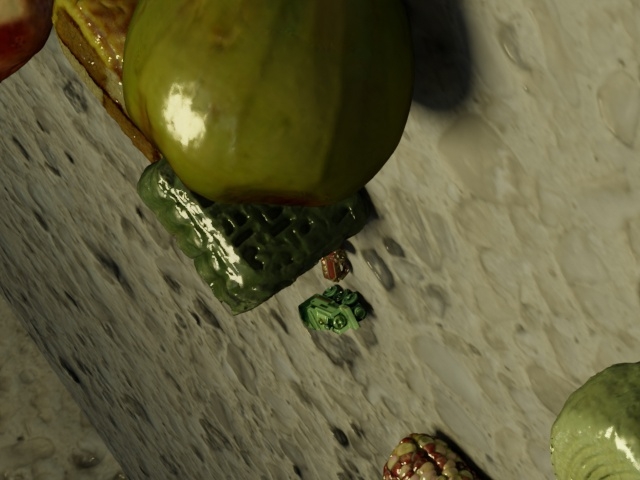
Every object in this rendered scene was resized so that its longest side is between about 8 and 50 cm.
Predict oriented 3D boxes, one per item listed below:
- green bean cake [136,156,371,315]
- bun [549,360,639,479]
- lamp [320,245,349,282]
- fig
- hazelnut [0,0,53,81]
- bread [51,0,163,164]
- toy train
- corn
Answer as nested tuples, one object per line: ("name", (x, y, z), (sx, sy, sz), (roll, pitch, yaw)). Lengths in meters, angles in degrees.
("green bean cake", (-0.064, -0.042, 1.684), (0.181, 0.173, 0.094), (56, 159, -2))
("bun", (0.276, 0.185, 1.369), (0.195, 0.118, 0.195), (44, 152, 31))
("lamp", (0.000, 0.000, 1.827), (0.083, 0.031, 0.063), (51, 159, 19))
("fig", (-0.030, -0.157, 1.370), (0.239, 0.239, 0.271), (46, 132, 21))
("hazelnut", (-0.429, -0.305, 2.060), (0.261, 0.241, 0.261), (16, 123, 27))
("bread", (-0.198, -0.189, 1.870), (0.222, 0.096, 0.181), (51, 163, 6))
("toy train", (0.016, 0.078, 1.882), (0.083, 0.053, 0.033), (20, 141, 60))
("corn", (0.180, 0.315, 1.864), (0.280, 0.092, 0.092), (39, 156, 25))
